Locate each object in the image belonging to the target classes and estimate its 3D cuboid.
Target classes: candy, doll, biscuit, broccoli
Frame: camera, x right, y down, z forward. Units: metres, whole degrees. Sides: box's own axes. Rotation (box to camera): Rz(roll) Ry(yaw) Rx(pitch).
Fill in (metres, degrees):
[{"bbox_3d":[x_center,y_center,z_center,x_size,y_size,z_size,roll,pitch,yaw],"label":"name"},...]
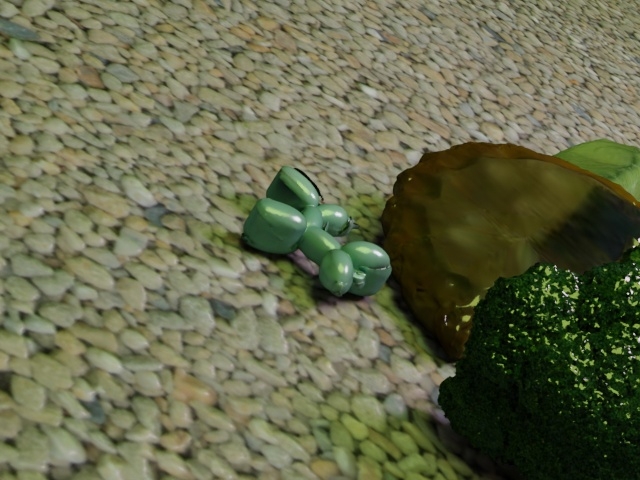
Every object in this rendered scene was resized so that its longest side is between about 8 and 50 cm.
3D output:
[{"bbox_3d":[0.340,-0.049,1.745,0.142,0.132,0.343,-4,11,28],"label":"candy"},{"bbox_3d":[0.000,0.000,1.391,0.158,0.059,0.159,27,27,-7],"label":"doll"},{"bbox_3d":[0.220,0.010,1.469,0.329,0.078,0.335,18,47,14],"label":"biscuit"},{"bbox_3d":[0.266,0.136,1.270,0.294,0.265,0.245,11,-4,-21],"label":"broccoli"}]
